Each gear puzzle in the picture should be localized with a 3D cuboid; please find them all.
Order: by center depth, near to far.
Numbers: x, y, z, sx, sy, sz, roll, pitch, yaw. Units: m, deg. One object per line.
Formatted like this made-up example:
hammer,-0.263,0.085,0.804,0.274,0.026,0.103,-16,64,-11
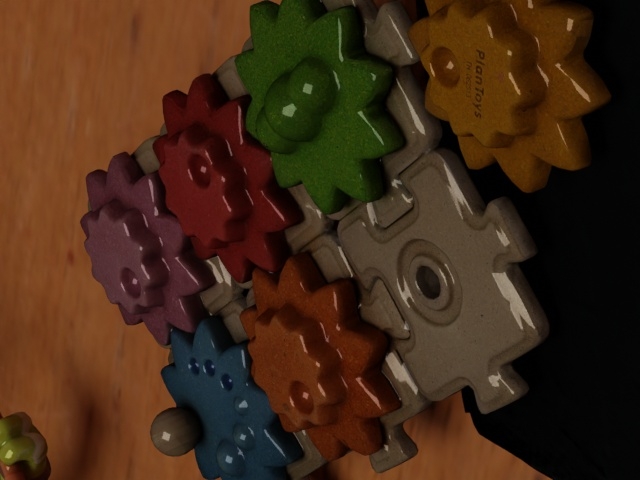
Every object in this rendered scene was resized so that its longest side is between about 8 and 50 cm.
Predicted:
gear puzzle,0.000,0.000,0.721,0.339,0.044,0.175,-37,78,54

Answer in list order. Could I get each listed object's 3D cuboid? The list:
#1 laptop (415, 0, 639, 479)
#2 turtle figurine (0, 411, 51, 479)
laptop,0.212,-0.088,0.572,0.408,0.236,0.382,-4,106,12
turtle figurine,-0.144,0.197,0.936,0.217,0.087,0.269,32,116,19
